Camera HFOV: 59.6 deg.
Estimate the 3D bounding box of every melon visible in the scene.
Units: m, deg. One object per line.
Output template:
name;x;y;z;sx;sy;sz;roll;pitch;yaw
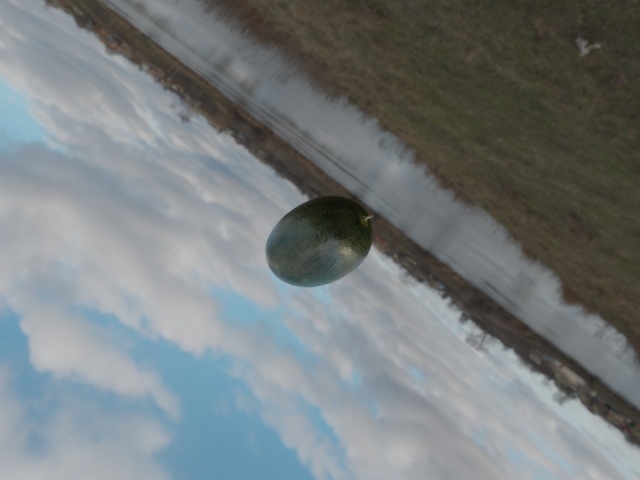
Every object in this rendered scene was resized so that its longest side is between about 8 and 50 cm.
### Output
melon;0.000;0.000;0.746;0.114;0.167;0.114;34;-138;-38
